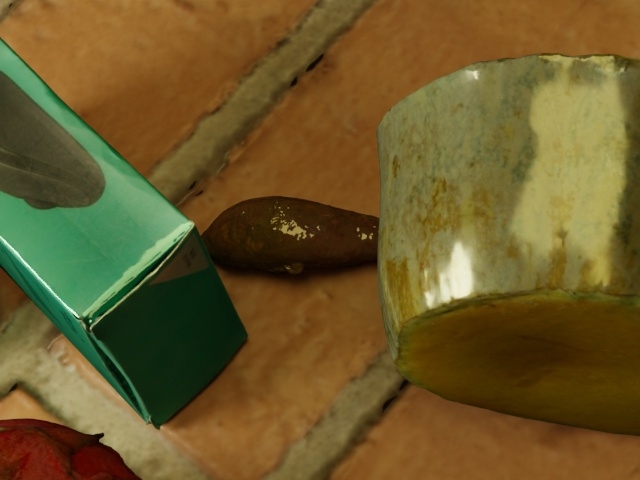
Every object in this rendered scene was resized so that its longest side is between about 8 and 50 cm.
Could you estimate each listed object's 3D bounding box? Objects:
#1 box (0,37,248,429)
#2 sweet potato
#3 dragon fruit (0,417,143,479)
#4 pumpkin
[{"bbox_3d":[-0.208,-0.020,1.546,0.118,0.205,0.311,-42,62,-9],"label":"box"},{"bbox_3d":[-0.003,-0.003,1.578,0.226,0.068,0.068,3,63,11],"label":"sweet potato"},{"bbox_3d":[-0.231,0.242,1.395,0.241,0.241,0.252,33,72,24],"label":"dragon fruit"},{"bbox_3d":[0.201,0.020,1.397,0.332,0.332,0.199,-2,69,10],"label":"pumpkin"}]
